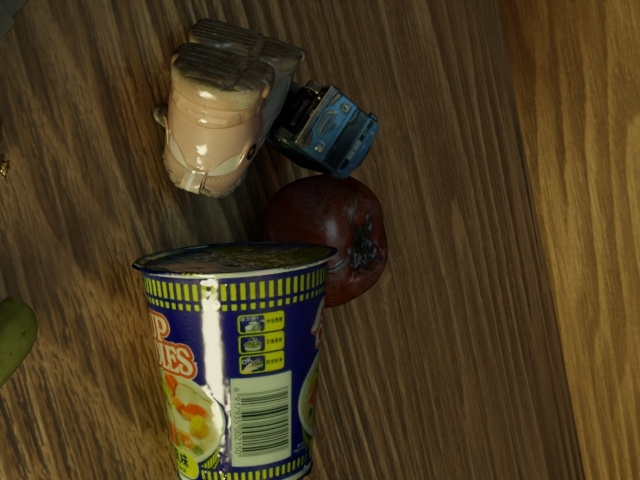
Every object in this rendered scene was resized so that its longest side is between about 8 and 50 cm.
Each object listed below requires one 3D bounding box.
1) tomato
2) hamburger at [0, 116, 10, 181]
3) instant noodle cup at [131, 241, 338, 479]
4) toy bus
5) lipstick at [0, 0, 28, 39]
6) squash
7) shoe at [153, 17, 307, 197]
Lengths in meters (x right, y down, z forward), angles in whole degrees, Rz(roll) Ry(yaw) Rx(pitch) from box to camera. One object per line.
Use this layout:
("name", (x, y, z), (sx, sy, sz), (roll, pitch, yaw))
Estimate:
("tomato", (-0.001, -0.004, 1.347), (0.232, 0.188, 0.232), (0, 90, -50))
("hamburger", (-0.418, -0.067, 0.743), (0.245, 0.260, 0.211), (82, 18, -68))
("instant noodle cup", (-0.109, 0.171, 1.132), (0.284, 0.284, 0.313), (-13, 103, -54))
("toy bus", (-0.006, -0.175, 1.295), (0.133, 0.234, 0.116), (35, 87, -21))
("lipstick", (-0.398, -0.266, 0.940), (0.077, 0.078, 0.253), (52, 45, -34))
("squash", (-0.402, 0.157, 0.872), (0.250, 0.083, 0.083), (-48, 122, -48))
("shoe", (-0.146, -0.207, 1.221), (0.351, 0.171, 0.198), (-60, 170, -63))
